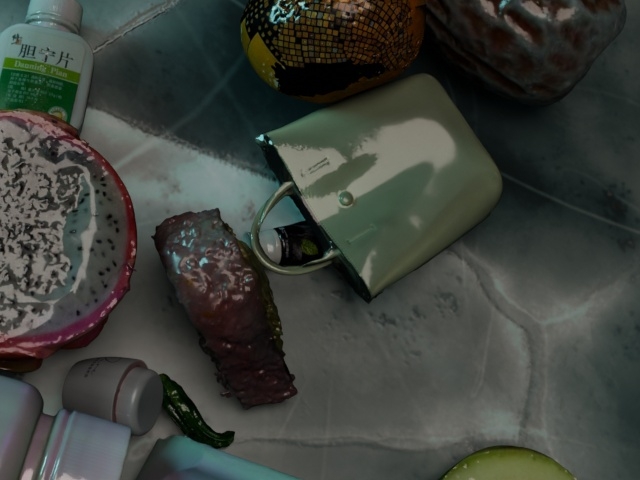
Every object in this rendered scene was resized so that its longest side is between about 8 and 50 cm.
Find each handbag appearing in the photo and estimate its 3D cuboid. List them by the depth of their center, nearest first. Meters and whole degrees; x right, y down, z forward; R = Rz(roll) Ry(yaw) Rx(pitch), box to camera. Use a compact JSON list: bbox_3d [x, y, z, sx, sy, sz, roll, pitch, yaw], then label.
[{"bbox_3d":[0.054,-0.062,1.613,0.315,0.109,0.241,-28,78,-29],"label":"handbag"}]

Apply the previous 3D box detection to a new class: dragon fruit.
[{"bbox_3d":[-0.342,0.010,1.480,0.290,0.189,0.291,3,80,-16],"label":"dragon fruit"}]

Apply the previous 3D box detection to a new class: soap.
[{"bbox_3d":[-0.050,0.302,1.398,0.208,0.347,0.115,36,72,-40],"label":"soap"}]

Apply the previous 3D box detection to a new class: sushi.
[{"bbox_3d":[-0.104,0.074,1.511,0.107,0.161,0.241,-24,82,-2],"label":"sushi"}]

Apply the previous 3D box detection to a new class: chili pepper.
[{"bbox_3d":[-0.148,0.198,1.531,0.118,0.035,0.055,37,30,-1],"label":"chili pepper"}]

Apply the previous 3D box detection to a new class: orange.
[{"bbox_3d":[0.016,-0.263,1.628,0.234,0.234,0.182,-22,106,-19],"label":"orange"}]

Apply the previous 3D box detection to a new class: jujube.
[{"bbox_3d":[0.236,-0.331,1.708,0.308,0.215,0.246,37,67,1],"label":"jujube"}]

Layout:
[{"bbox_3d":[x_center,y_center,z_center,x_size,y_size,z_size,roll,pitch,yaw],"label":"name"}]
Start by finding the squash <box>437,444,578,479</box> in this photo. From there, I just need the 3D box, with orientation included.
[{"bbox_3d":[0.225,0.370,1.574,0.252,0.049,0.252,5,70,-15],"label":"squash"}]

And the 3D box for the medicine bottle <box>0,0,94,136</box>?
[{"bbox_3d":[-0.331,-0.201,1.604,0.119,0.069,0.183,11,69,-8],"label":"medicine bottle"}]

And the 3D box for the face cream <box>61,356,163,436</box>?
[{"bbox_3d":[-0.230,0.173,1.491,0.095,0.091,0.091,9,68,19],"label":"face cream"}]

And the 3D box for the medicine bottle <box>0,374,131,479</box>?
[{"bbox_3d":[-0.400,0.226,1.371,0.378,0.213,0.214,17,69,-8],"label":"medicine bottle"}]

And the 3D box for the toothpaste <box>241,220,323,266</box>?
[{"bbox_3d":[0.000,0.000,1.638,0.193,0.045,0.071,-5,74,-22],"label":"toothpaste"}]
